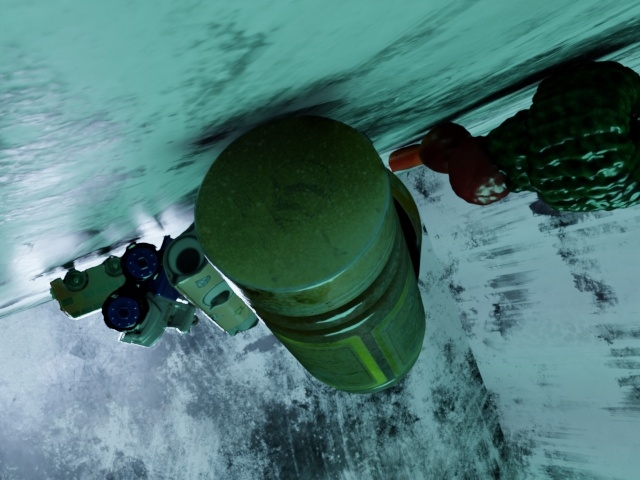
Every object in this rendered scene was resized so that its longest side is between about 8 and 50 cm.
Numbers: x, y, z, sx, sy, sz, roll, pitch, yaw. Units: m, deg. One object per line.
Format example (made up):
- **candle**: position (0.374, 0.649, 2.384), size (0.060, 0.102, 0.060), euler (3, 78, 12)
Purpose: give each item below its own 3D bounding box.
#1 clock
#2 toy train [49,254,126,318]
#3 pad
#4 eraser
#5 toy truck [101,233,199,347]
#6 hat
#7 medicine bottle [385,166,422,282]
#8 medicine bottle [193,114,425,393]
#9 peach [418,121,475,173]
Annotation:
- **clock**: position (0.226, -0.190, 1.392), size (0.113, 0.061, 0.155), euler (-22, -175, -39)
- **toy train**: position (-0.443, 0.089, 1.336), size (0.188, 0.099, 0.072), euler (-21, -179, -28)
- **pad**: position (-0.416, 0.031, 1.185), size (0.193, 0.004, 0.116), euler (-21, -178, 28)
- **eraser**: position (-0.154, 0.055, 1.165), size (0.171, 0.087, 0.290), euler (-45, 155, -9)
- **toy truck**: position (-0.300, 0.096, 1.240), size (0.177, 0.213, 0.161), euler (20, 175, -15)
- **hat**: position (0.362, -0.155, 1.085), size (0.332, 0.242, 0.274), euler (-9, 164, 38)
- **medicine bottle**: position (0.025, -0.020, 0.976), size (0.242, 0.243, 0.395), euler (-21, -165, 11)
- **medicine bottle**: position (0.013, 0.039, 0.628), size (0.151, 0.151, 0.322), euler (-21, 150, 4)
- **peach**: position (0.234, -0.165, 1.225), size (0.100, 0.101, 0.101), euler (-21, -179, 1)
